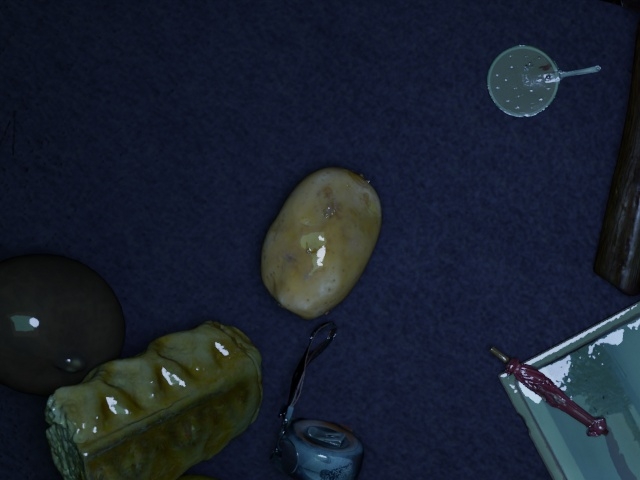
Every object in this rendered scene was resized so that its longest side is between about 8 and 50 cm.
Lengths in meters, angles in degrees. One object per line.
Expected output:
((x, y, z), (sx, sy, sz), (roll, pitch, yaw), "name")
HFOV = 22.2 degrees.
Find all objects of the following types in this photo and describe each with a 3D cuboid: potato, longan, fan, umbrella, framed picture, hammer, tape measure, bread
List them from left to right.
((-0.316, 0.096, 1.855), (0.189, 0.189, 0.189), (0, 90, 4), "longan")
((-0.177, 0.190, 1.826), (0.267, 0.130, 0.152), (-27, 108, -31), "bread")
((0.000, 0.000, 1.864), (0.118, 0.109, 0.178), (25, 86, 25), "potato")
((0.012, 0.189, 1.862), (0.107, 0.104, 0.180), (17, 92, 7), "tape measure")
((0.260, -0.189, 1.898), (0.133, 0.005, 0.085), (-8, 88, 4), "fan")
((0.261, 0.174, 1.872), (0.165, 0.025, 0.027), (35, 75, 2), "umbrella")
((0.365, 0.234, 1.884), (0.213, 0.016, 0.289), (-28, 88, 3), "framed picture")
((0.368, -0.142, 1.825), (0.095, 0.242, 0.409), (-5, 110, -36), "hammer")

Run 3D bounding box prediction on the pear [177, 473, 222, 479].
((-0.144, 0.359, 1.836), (0.200, 0.200, 0.200), (0, 90, 4), "pear")
